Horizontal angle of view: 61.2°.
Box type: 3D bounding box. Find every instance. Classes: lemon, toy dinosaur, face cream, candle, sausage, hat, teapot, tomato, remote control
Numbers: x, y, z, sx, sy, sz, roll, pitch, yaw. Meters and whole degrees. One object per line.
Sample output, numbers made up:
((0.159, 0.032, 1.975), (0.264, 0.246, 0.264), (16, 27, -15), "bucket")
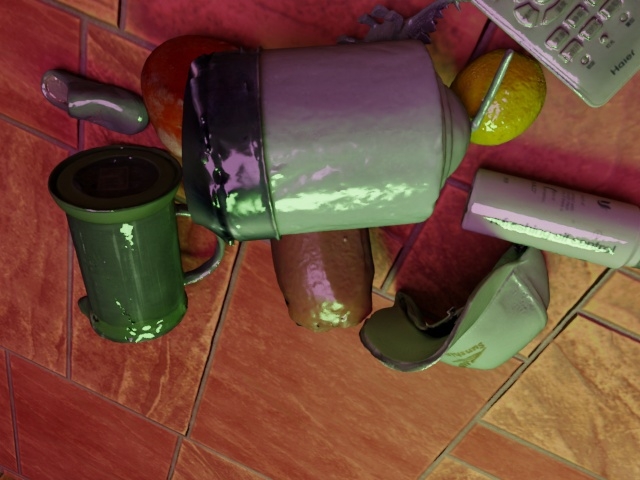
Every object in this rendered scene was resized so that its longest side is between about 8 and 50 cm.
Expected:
((0.211, -0.171, 0.660), (0.133, 0.109, 0.109), (-36, 107, 9), "lemon")
((0.102, -0.259, 0.665), (0.082, 0.039, 0.209), (27, 160, -35), "toy dinosaur")
((0.353, -0.019, 0.728), (0.311, 0.092, 0.092), (15, 127, 9), "face cream")
((0.024, -0.114, 0.621), (0.343, 0.221, 0.221), (-4, 124, -2), "candle")
((0.000, 0.000, 0.796), (0.152, 0.152, 0.279), (-8, 91, 25), "sausage")
((0.210, 0.133, 0.792), (0.258, 0.301, 0.168), (-31, 86, 36), "hat")
((-0.308, 0.020, 0.963), (0.271, 0.200, 0.337), (-6, 130, -15), "teapot")
((-0.163, -0.194, 0.768), (0.187, 0.151, 0.187), (8, 128, 10), "tomato")
((0.237, -0.288, 0.610), (0.313, 0.055, 0.109), (39, 111, -4), "remote control")

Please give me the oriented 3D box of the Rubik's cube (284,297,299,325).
((-0.003, 0.088, 0.924), (0.133, 0.112, 0.133), (11, 126, 16), "Rubik's cube")

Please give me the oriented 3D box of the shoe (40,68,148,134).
((-0.381, -0.218, 0.879), (0.195, 0.078, 0.079), (25, 128, 8), "shoe")
